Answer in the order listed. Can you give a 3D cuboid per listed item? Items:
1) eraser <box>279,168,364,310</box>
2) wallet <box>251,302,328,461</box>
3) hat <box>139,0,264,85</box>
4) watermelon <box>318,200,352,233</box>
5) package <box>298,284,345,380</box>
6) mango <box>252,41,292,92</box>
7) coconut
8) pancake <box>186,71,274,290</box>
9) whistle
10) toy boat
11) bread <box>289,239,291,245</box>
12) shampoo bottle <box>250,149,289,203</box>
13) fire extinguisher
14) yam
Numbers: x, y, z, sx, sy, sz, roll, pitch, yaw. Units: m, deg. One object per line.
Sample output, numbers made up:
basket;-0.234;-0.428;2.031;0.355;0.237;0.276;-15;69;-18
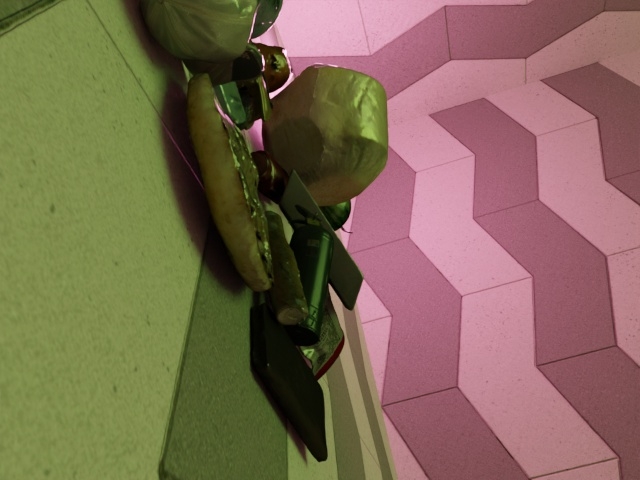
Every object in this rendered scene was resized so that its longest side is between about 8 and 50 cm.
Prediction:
eraser;0.001;0.000;1.408;0.352;0.077;0.111;57;-7;-1
wallet;-0.054;0.259;1.076;0.165;0.042;0.309;-101;168;-50
hat;-0.203;-0.354;0.937;0.232;0.161;0.275;62;-19;4
watermelon;0.021;-0.113;2.038;0.215;0.188;0.188;47;19;-29
package;-0.003;0.207;1.365;0.154;0.030;0.239;-46;131;-35
mango;-0.160;-0.483;1.639;0.156;0.151;0.249;35;14;-17
coconut;0.004;-0.311;1.662;0.344;0.415;0.415;23;47;-53
pancake;-0.146;-0.092;0.984;0.387;0.082;0.387;165;-90;-89
whistle;-0.201;-0.445;1.200;0.168;0.188;0.405;-52;159;-79
toy boat;-0.200;-0.414;1.349;0.121;0.089;0.321;-40;114;-67
bread;-0.038;0.078;1.529;0.344;0.084;0.124;-101;-170;-45
shampoo bottle;-0.126;-0.155;1.426;0.260;0.064;0.102;36;45;-79
fire extinguisher;-0.033;0.060;1.219;0.095;0.114;0.311;113;-9;-52
yam;-0.084;0.043;1.152;0.071;0.067;0.317;18;30;-27
